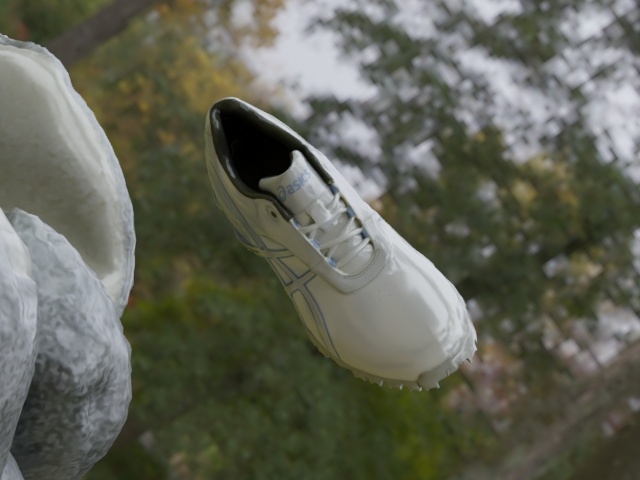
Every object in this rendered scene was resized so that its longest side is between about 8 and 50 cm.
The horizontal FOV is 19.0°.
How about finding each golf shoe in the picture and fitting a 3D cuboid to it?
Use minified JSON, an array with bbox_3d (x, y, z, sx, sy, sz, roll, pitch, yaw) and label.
[{"bbox_3d":[0.000,0.000,0.901,0.176,0.069,0.086,42,-9,28],"label":"golf shoe"}]

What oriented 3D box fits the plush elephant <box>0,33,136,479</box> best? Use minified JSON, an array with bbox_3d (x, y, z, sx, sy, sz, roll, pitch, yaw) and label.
[{"bbox_3d":[-0.184,0.038,0.503,0.255,0.272,0.330,61,2,29],"label":"plush elephant"}]
